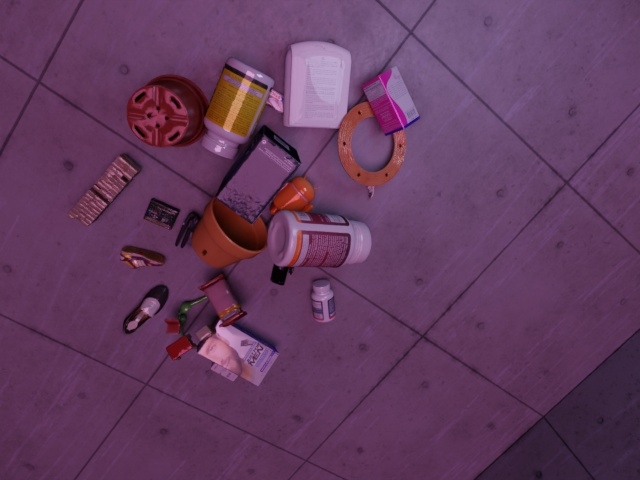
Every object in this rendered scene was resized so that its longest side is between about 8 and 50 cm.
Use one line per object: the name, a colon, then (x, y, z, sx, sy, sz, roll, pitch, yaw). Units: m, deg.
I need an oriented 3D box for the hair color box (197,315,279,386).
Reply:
hair color box: (-0.387, 0.519, 1.948, 0.338, 0.110, 0.185, 35, 83, -16)

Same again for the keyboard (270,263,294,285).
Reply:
keyboard: (-0.163, 0.116, 1.891, 0.100, 0.038, 0.192, 20, 110, 11)

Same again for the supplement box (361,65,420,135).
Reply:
supplement box: (0.273, -0.539, 1.603, 0.111, 0.114, 0.220, -37, 107, -29)

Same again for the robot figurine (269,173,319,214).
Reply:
robot figurine: (-0.112, -0.177, 1.726, 0.219, 0.128, 0.158, -41, 78, 10)

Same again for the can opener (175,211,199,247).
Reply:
can opener: (-0.573, -0.043, 1.763, 0.059, 0.073, 0.186, 29, 115, -23)

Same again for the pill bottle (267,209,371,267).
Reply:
pill bottle: (0.000, 0.000, 1.705, 0.392, 0.224, 0.224, 4, 112, -31)

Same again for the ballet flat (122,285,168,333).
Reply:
ballet flat: (-0.788, 0.324, 1.858, 0.095, 0.096, 0.280, 40, 102, -18)

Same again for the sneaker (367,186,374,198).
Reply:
sneaker: (0.219, -0.224, 1.800, 0.036, 0.032, 0.083, 9, 105, 4)

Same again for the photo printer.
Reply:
photo printer: (-0.014, -0.588, 1.571, 0.255, 0.107, 0.308, -4, 112, -18)

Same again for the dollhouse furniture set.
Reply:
dollhouse furniture set: (-0.524, 0.333, 1.785, 0.374, 0.152, 0.201, -33, 82, -8)

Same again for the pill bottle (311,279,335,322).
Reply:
pill bottle: (0.011, 0.279, 1.927, 0.107, 0.108, 0.180, -7, 112, -4)

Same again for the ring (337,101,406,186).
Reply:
ring: (0.208, -0.388, 1.674, 0.336, 0.032, 0.337, -5, 101, -29)

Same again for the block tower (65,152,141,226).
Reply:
block tower: (-0.859, -0.197, 1.650, 0.335, 0.091, 0.097, -41, 109, 10)

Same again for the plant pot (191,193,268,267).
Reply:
plant pot: (-0.386, -0.023, 1.690, 0.203, 0.291, 0.291, -36, 112, 27)

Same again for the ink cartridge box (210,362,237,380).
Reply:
ink cartridge box: (-0.455, 0.613, 2.030, 0.135, 0.056, 0.099, 37, 102, -18)

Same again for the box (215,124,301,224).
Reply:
box: (-0.239, -0.261, 1.586, 0.182, 0.296, 0.294, 36, 103, -18)

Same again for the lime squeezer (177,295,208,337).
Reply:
lime squeezer: (-0.615, 0.347, 1.920, 0.110, 0.059, 0.310, 18, 109, -45)

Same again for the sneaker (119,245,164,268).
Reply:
sneaker: (-0.771, 0.088, 1.790, 0.185, 0.070, 0.084, 18, 117, -7)

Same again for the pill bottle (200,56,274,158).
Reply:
pill bottle: (-0.321, -0.487, 1.547, 0.187, 0.188, 0.334, 24, 106, -15)

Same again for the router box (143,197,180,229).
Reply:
router box: (-0.666, -0.111, 1.734, 0.122, 0.038, 0.092, 26, 106, -15)

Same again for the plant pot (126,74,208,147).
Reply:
plant pot: (-0.557, -0.456, 1.491, 0.272, 0.265, 0.273, -2, 111, -5)

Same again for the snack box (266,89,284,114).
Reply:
snack box: (-0.152, -0.537, 1.636, 0.178, 0.022, 0.064, 29, 103, -17)
